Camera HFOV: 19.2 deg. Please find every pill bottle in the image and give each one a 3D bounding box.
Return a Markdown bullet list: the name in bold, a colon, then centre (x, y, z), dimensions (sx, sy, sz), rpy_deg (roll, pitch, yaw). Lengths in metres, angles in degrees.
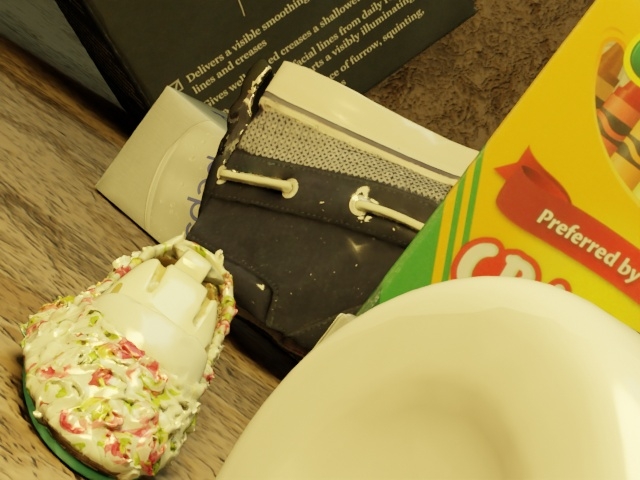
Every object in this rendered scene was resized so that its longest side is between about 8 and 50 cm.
- **pill bottle**: centre (0.127, 0.162, 0.595), dimensions (0.334, 0.188, 0.188), rpy_deg (33, 8, -33)

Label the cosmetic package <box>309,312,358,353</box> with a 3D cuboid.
- **cosmetic package**: centre (0.083, 0.148, 0.839), dimensions (0.238, 0.107, 0.127), rpy_deg (38, 3, 33)

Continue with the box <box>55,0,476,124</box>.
- **box**: centre (-0.098, -0.289, 1.582), dimensions (0.212, 0.293, 0.395), rpy_deg (45, -12, 50)

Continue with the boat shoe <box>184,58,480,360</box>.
- **boat shoe**: centre (0.073, 0.028, 1.151), dimensions (0.340, 0.158, 0.127), rpy_deg (25, -13, 17)

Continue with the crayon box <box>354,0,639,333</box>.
- **crayon box**: centre (0.177, -0.004, 1.036), dimensions (0.202, 0.318, 0.081), rpy_deg (37, 7, 4)

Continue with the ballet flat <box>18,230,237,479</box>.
- **ballet flat**: centre (-0.080, 0.039, 0.845), dimensions (0.091, 0.077, 0.241), rpy_deg (37, 7, -7)

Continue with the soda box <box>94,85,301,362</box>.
- **soda box**: centre (-0.013, 0.017, 1.285), dimensions (0.286, 0.091, 0.098), rpy_deg (40, 8, 22)
